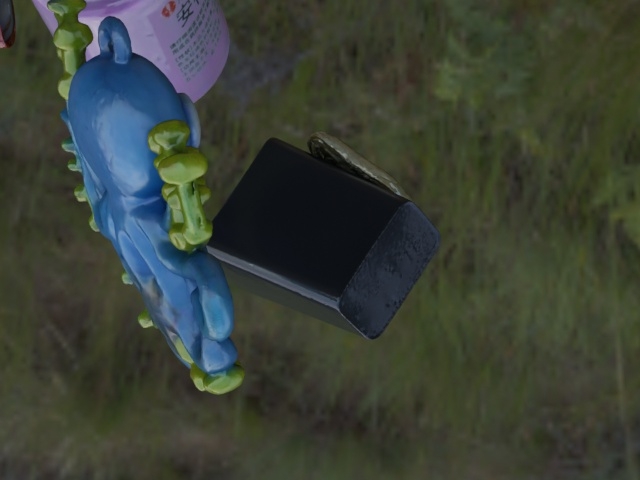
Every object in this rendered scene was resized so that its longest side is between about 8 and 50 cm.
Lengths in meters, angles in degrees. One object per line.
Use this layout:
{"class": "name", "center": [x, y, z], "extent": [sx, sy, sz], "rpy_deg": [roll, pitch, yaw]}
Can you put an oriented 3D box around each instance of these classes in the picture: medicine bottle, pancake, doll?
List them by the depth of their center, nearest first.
{"class": "doll", "center": [-0.141, -0.037, 1.475], "extent": [0.099, 0.346, 0.341], "rpy_deg": [-23, 116, -18]}
{"class": "medicine bottle", "center": [-0.210, -0.271, 1.721], "extent": [0.178, 0.178, 0.290], "rpy_deg": [-3, 151, 11]}
{"class": "pancake", "center": [0.048, -0.073, 1.935], "extent": [0.158, 0.028, 0.158], "rpy_deg": [37, 169, 9]}

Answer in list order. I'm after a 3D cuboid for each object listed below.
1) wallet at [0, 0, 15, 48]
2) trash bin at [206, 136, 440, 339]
{"class": "wallet", "center": [-0.369, -0.229, 1.461], "extent": [0.204, 0.142, 0.045], "rpy_deg": [-5, -176, 17]}
{"class": "trash bin", "center": [0.000, 0.000, 1.886], "extent": [0.225, 0.165, 0.115], "rpy_deg": [23, 164, 44]}
